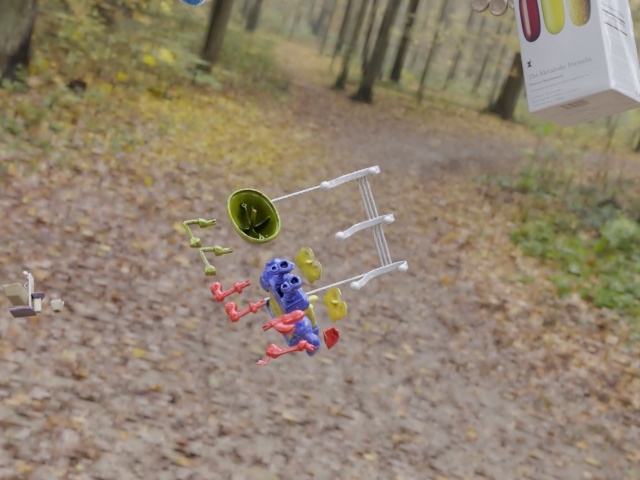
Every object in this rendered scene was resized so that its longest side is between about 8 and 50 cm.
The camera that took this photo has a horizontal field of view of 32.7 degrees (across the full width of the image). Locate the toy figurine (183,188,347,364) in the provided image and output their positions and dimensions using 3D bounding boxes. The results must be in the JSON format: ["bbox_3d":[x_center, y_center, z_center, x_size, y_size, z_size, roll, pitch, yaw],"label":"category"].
[{"bbox_3d":[-0.095,0.108,2.015,0.362,0.191,0.217,55,-13,29],"label":"toy figurine"}]

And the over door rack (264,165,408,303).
[{"bbox_3d":[0.000,0.000,2.297,0.324,0.240,0.108,-16,6,4],"label":"over door rack"}]

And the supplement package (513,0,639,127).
[{"bbox_3d":[0.387,-0.314,1.651,0.139,0.244,0.134,-14,-13,35],"label":"supplement package"}]

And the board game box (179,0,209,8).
[{"bbox_3d":[-0.099,-0.583,1.529,0.390,0.390,0.050,-27,7,-8],"label":"board game box"}]

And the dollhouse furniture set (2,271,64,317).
[{"bbox_3d":[-0.513,0.076,1.933,0.091,0.081,0.114,-6,-24,-2],"label":"dollhouse furniture set"}]

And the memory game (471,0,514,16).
[{"bbox_3d":[0.336,-0.505,2.013,0.186,0.186,0.012,24,10,34],"label":"memory game"}]
